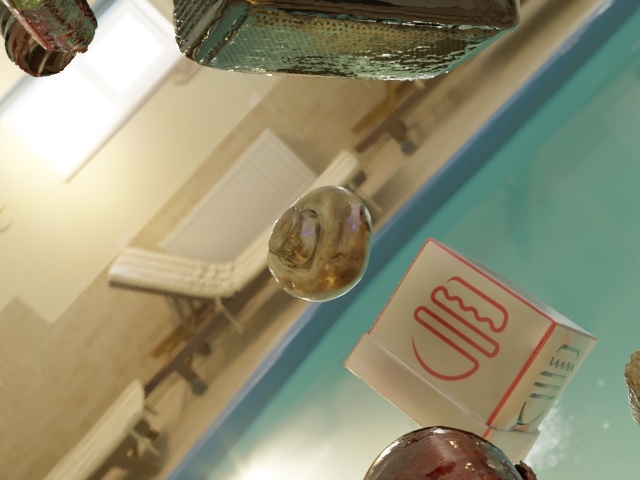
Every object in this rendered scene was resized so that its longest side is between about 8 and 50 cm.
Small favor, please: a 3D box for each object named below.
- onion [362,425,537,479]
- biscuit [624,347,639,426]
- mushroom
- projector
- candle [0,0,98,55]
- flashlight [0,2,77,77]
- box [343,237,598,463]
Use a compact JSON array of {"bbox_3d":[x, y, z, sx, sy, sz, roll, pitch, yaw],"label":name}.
[{"bbox_3d":[0.175,0.377,1.257,0.276,0.276,0.276,-43,14,13],"label":"onion"},{"bbox_3d":[0.433,0.198,1.243,0.070,0.168,0.082,-36,54,0],"label":"biscuit"},{"bbox_3d":[0.000,0.000,1.940,0.255,0.184,0.255,-38,36,35],"label":"mushroom"},{"bbox_3d":[0.020,-0.423,1.225,0.242,0.405,0.395,158,110,-63],"label":"projector"},{"bbox_3d":[-0.191,-0.167,0.671,0.052,0.052,0.131,-48,-11,-7],"label":"candle"},{"bbox_3d":[-0.390,-0.297,1.229,0.093,0.093,0.232,-45,54,2],"label":"flashlight"},{"bbox_3d":[0.293,0.215,1.831,0.300,0.312,0.314,-58,-31,7],"label":"box"}]
